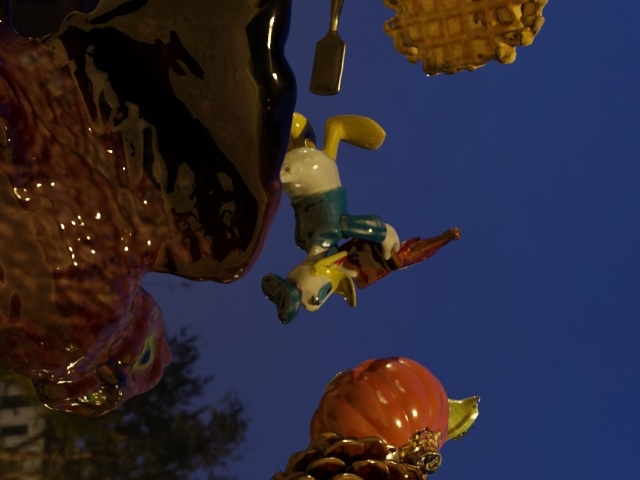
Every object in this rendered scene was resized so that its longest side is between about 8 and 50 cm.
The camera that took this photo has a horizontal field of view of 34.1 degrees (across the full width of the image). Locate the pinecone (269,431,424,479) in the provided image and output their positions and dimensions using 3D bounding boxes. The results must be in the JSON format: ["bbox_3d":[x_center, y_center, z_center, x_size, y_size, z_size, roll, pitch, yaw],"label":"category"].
[{"bbox_3d":[0.027,0.381,1.320,0.257,0.243,0.243,-66,176,-51],"label":"pinecone"}]

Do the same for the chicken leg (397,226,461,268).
[{"bbox_3d":[0.169,0.019,1.986,0.093,0.205,0.053,59,11,-74],"label":"chicken leg"}]

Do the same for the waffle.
[{"bbox_3d":[0.215,-0.369,1.612,0.262,0.060,0.280,43,-49,19],"label":"waffle"}]

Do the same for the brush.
[{"bbox_3d":[0.018,-0.338,1.739,0.063,0.016,0.193,10,-88,34],"label":"brush"}]

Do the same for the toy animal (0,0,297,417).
[{"bbox_3d":[-0.103,-0.019,0.359,0.179,0.218,0.116,68,4,-53],"label":"toy animal"}]

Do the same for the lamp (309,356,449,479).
[{"bbox_3d":[0.088,0.274,1.527,0.196,0.223,0.223,42,-48,37],"label":"lamp"}]

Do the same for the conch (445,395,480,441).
[{"bbox_3d":[0.223,0.365,2.107,0.079,0.201,0.095,38,48,-64],"label":"conch"}]

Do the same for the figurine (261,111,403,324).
[{"bbox_3d":[0.000,0.000,1.611,0.204,0.283,0.338,-11,-137,40],"label":"figurine"}]
